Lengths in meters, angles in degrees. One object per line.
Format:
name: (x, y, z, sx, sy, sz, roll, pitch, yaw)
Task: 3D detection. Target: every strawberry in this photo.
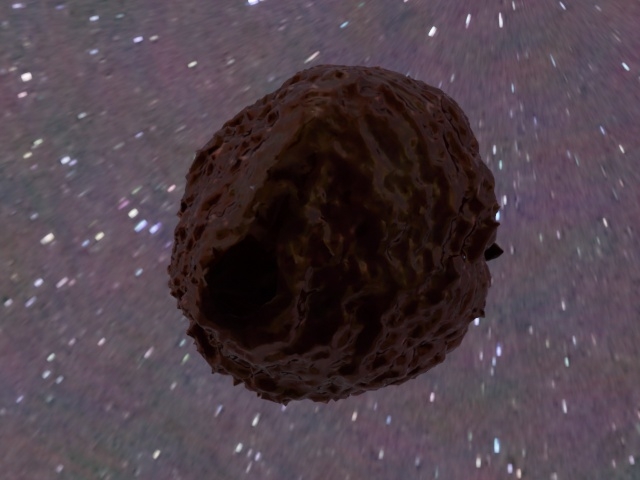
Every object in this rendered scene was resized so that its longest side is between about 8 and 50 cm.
strawberry: (0.007, -0.001, 0.593, 0.131, 0.148, 0.131, 0, -82, -1)
